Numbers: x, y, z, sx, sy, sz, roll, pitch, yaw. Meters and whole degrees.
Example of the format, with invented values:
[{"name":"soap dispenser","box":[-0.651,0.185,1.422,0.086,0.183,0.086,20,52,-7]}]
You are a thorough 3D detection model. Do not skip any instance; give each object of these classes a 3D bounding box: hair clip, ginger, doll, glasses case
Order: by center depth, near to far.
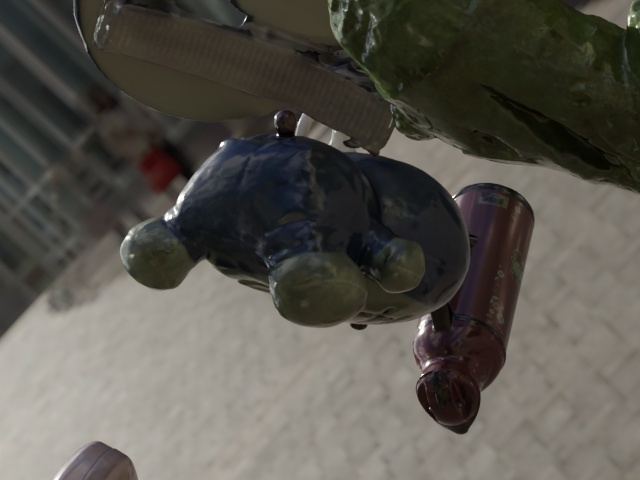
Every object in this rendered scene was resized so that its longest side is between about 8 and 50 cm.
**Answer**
[{"name":"ginger","box":[0.148,-0.082,0.922,0.137,0.290,0.089,78,-156,-57]},{"name":"hair clip","box":[-0.056,-0.117,1.182,0.140,0.220,0.054,118,165,-46]},{"name":"doll","box":[0.000,0.000,1.500,0.258,0.228,0.154,26,-105,-58]},{"name":"glasses case","box":[-0.202,0.262,1.689,0.113,0.075,0.297,-57,-11,-26]}]

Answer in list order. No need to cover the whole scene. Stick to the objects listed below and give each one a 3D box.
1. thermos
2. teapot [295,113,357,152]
[{"name":"thermos","box":[0.175,0.071,2.325,0.136,0.109,0.330,103,-177,-45]},{"name":"teapot","box":[0.025,-0.025,1.859,0.116,0.245,0.159,-32,44,-19]}]
